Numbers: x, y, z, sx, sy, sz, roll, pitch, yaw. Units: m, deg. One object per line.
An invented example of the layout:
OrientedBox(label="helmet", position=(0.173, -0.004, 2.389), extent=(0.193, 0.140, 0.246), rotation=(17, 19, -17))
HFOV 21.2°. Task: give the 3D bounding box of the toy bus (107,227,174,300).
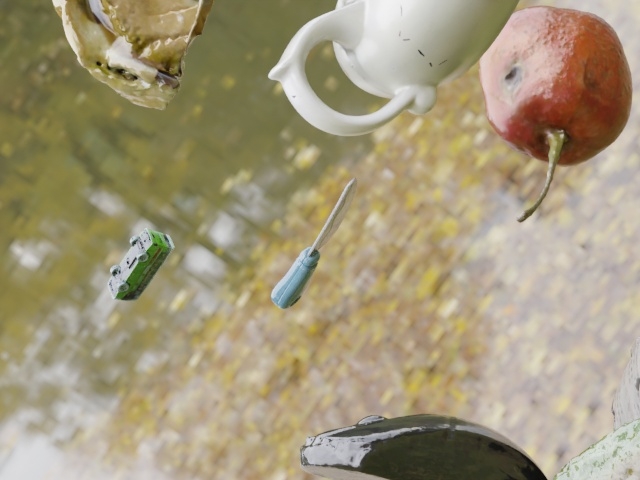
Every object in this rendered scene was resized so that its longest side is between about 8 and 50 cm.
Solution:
OrientedBox(label="toy bus", position=(-0.191, 0.027, 1.794), extent=(0.083, 0.037, 0.031), rotation=(-54, 42, 25))

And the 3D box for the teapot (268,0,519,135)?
OrientedBox(label="teapot", position=(0.073, -0.206, 1.380), extent=(0.208, 0.166, 0.299), rotation=(-15, 35, 55))

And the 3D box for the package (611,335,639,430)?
OrientedBox(label="package", position=(0.353, 0.203, 1.775), extent=(0.204, 0.062, 0.250), rotation=(83, 177, -68))

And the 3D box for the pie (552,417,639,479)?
OrientedBox(label="pie", position=(0.334, 0.298, 1.561), extent=(0.302, 0.302, 0.067), rotation=(-48, -25, 19))

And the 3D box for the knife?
OrientedBox(label="knife", position=(0.001, 0.000, 2.147), extent=(0.058, 0.032, 0.244), rotation=(-27, -24, -47))

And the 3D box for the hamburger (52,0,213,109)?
OrientedBox(label="hamburger", position=(-0.161, -0.209, 1.420), extent=(0.135, 0.155, 0.207), rotation=(141, 138, -70))

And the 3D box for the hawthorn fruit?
OrientedBox(label="hawthorn fruit", position=(0.242, -0.117, 1.738), extent=(0.165, 0.165, 0.285), rotation=(-41, 32, 36))

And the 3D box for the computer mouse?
OrientedBox(label="computer mouse", position=(0.112, 0.214, 1.689), extent=(0.137, 0.270, 0.086), rotation=(154, 129, -67))
